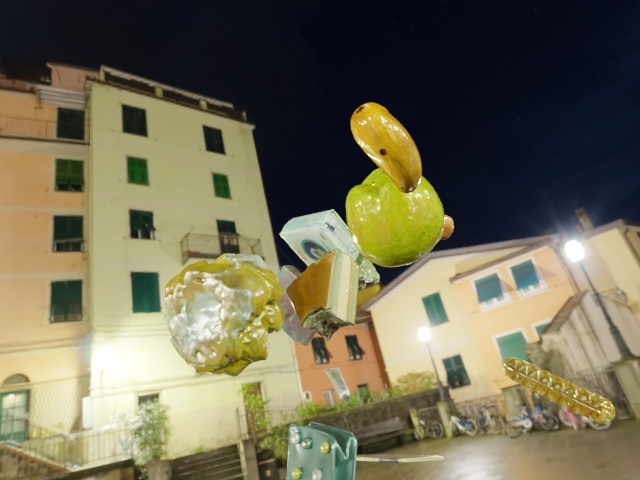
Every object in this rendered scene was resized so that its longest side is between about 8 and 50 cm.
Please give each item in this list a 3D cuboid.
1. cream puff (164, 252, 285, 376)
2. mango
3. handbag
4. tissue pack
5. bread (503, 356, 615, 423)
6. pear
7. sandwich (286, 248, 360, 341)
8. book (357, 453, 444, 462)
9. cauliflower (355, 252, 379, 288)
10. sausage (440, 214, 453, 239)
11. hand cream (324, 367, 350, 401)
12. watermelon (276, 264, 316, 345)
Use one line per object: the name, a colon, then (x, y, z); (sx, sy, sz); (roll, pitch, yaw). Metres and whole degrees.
cream puff: (-0.265, 0.215, 1.284); (0.378, 0.378, 0.275); (-23, -12, 20)
mango: (0.201, -0.263, 1.201); (0.120, 0.177, 0.295); (-44, -72, 2)
handbag: (-0.017, 0.663, 1.183); (0.100, 0.274, 0.269); (19, -21, -31)
tissue pack: (0.000, 0.000, 2.232); (0.287, 0.162, 0.388); (50, -29, -22)
bread: (0.804, 0.507, 1.453); (0.368, 0.084, 0.077); (20, -21, 51)
pear: (0.275, -0.102, 1.604); (0.391, 0.390, 0.391); (-12, -24, -5)
sandwich: (0.039, 0.174, 1.348); (0.227, 0.198, 0.155); (-45, -50, 11)
book: (0.256, 0.805, 1.562); (0.228, 0.018, 0.322); (14, -28, -31)
cauliflower: (0.171, 0.197, 2.318); (0.315, 0.256, 0.239); (-50, 3, -12)
sausage: (0.572, -0.074, 2.215); (0.241, 0.136, 0.120); (0, 22, 12)
hand cream: (0.073, 0.573, 1.706); (0.067, 0.194, 0.042); (-8, -68, -15)
watermelon: (-0.055, 0.235, 1.644); (0.226, 0.318, 0.148); (-14, 4, 27)
